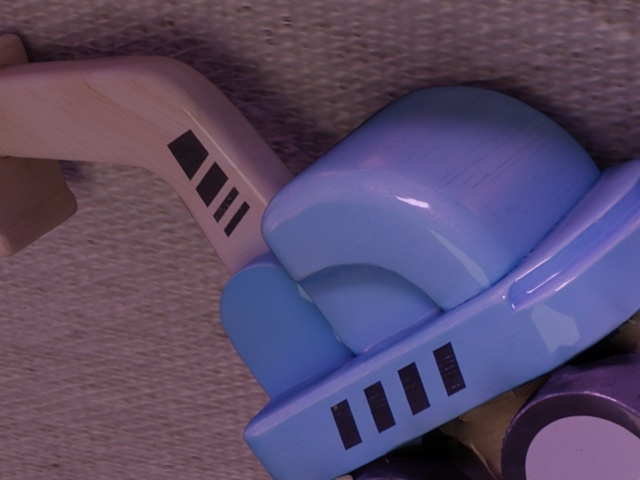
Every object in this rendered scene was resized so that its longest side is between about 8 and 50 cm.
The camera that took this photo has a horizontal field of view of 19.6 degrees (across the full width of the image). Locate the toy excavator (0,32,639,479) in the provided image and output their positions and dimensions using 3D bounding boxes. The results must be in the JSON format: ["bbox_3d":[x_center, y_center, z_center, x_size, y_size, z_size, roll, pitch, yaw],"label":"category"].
[{"bbox_3d":[0.000,0.000,1.113,0.433,0.222,0.445,-31,95,39],"label":"toy excavator"}]
